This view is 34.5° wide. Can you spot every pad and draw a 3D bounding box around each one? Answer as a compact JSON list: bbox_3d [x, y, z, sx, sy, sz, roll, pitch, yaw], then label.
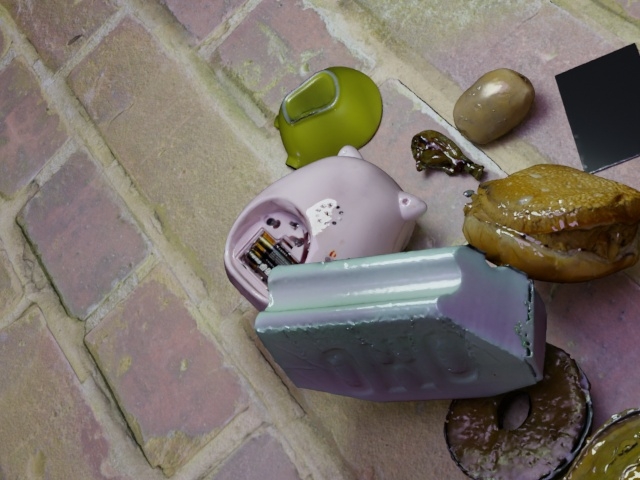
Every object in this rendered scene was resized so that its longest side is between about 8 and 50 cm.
[{"bbox_3d":[0.554,-0.253,1.976,0.170,0.006,0.245,-21,58,20],"label":"pad"}]

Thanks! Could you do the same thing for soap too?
[{"bbox_3d":[0.145,0.150,1.751,0.446,0.261,0.156,-7,46,26],"label":"soap"}]

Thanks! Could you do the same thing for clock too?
[{"bbox_3d":[0.000,0.000,2.037,0.376,0.250,0.368,-49,52,2],"label":"clock"}]

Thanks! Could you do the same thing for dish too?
[{"bbox_3d":[-0.004,-0.290,2.278,0.262,0.108,0.221,-26,55,18],"label":"dish"}]

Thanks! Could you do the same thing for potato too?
[{"bbox_3d":[0.341,-0.268,2.053,0.178,0.118,0.109,-37,16,27],"label":"potato"}]

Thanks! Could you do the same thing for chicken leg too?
[{"bbox_3d":[0.252,-0.164,2.088,0.178,0.070,0.093,29,84,28],"label":"chicken leg"}]

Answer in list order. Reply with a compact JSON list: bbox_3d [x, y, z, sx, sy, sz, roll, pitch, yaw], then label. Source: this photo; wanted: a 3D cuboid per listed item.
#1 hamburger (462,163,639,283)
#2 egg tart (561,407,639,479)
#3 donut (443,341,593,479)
[{"bbox_3d":[0.401,-0.031,1.788,0.314,0.290,0.170,27,118,50],"label":"hamburger"},{"bbox_3d":[0.548,0.435,1.511,0.443,0.178,0.443,-9,67,21],"label":"egg tart"},{"bbox_3d":[0.346,0.305,1.770,0.272,0.107,0.272,-12,59,21],"label":"donut"}]
